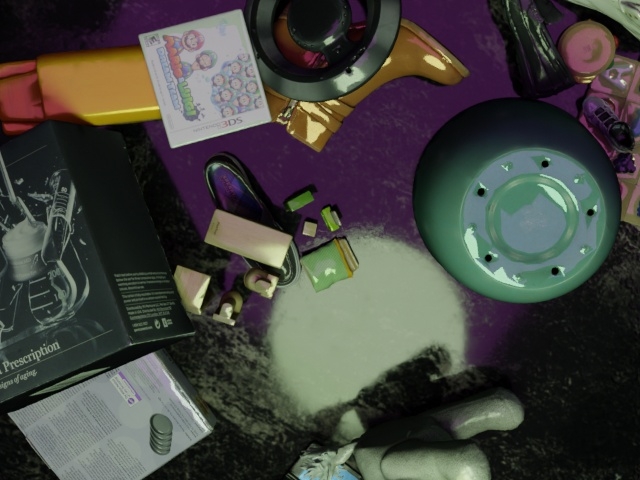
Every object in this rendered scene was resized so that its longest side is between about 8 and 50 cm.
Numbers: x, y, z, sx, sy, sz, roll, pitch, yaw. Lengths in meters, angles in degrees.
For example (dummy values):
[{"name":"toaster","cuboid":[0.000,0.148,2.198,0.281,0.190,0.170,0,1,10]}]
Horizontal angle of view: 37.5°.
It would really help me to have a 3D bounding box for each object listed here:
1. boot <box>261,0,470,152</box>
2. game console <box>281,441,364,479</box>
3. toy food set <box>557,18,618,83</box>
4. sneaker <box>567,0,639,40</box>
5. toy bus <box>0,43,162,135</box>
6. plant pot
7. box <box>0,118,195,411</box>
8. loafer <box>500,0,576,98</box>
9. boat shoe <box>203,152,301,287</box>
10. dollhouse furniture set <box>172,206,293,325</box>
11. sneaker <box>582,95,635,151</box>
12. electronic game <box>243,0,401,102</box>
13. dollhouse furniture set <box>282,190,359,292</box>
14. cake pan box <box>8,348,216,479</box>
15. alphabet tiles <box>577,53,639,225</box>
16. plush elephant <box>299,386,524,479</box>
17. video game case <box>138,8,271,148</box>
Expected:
[{"name":"boot","cuboid":[0.046,-0.223,1.334,0.283,0.109,0.220,27,97,1]},{"name":"game console","cuboid":[0.002,0.394,1.453,0.122,0.107,0.071,38,127,-3]},{"name":"toy food set","cuboid":[0.384,-0.274,1.353,0.082,0.020,0.083,-38,84,15]},{"name":"sneaker","cuboid":[0.402,-0.357,1.268,0.292,0.169,0.108,32,98,3]},{"name":"toy bus","cuboid":[-0.287,-0.216,1.330,0.333,0.130,0.108,-7,98,-7]},{"name":"plant pot","cuboid":[0.273,-0.047,1.284,0.293,0.235,0.293,1,99,5]},{"name":"box","cuboid":[-0.401,0.051,1.295,0.343,0.179,0.312,-25,81,18]},{"name":"loafer","cuboid":[0.302,-0.312,1.326,0.078,0.076,0.223,-15,103,18]},{"name":"boat shoe","cuboid":[-0.103,-0.026,1.389,0.080,0.076,0.228,-26,96,6]},{"name":"dollhouse furniture set","cuboid":[-0.128,0.032,1.376,0.144,0.123,0.151,20,98,-1]},{"name":"sneaker","cuboid":[0.415,-0.166,1.338,0.038,0.069,0.098,-43,95,7]},{"name":"electronic game","cuboid":[-0.001,-0.300,1.273,0.229,0.048,0.229,-2,84,22]},{"name":"dollhouse furniture set","cuboid":[0.000,0.000,1.389,0.076,0.058,0.151,-28,97,-10]},{"name":"cake pan box","cuboid":[-0.334,0.248,1.446,0.246,0.070,0.267,-37,96,5]},{"name":"alphabet tiles","cuboid":[0.544,-0.146,1.377,0.342,0.011,0.285,17,99,0]},{"name":"plush elephant","cuboid":[0.149,0.396,1.352,0.330,0.272,0.255,-17,95,19]},{"name":"video game case","cuboid":[-0.155,-0.218,1.271,0.143,0.019,0.157,-16,98,-6]}]
